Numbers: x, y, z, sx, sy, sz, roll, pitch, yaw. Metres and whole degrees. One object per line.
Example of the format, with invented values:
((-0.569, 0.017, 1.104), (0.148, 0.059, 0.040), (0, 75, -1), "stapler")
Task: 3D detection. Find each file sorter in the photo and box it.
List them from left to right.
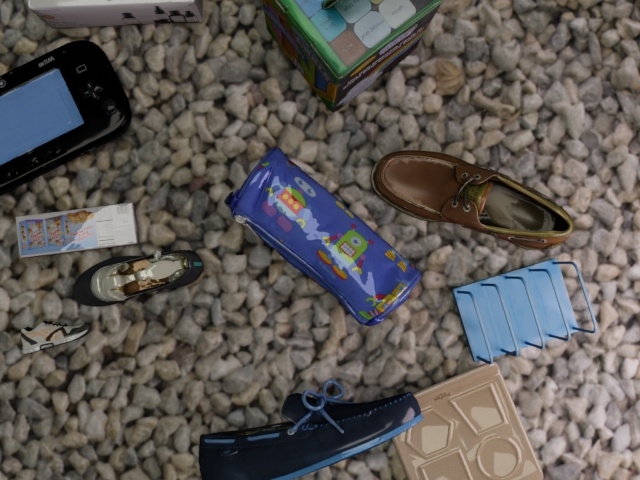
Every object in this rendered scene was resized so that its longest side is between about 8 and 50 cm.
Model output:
((0.303, 0.105, 1.087), (0.170, 0.104, 0.118), (-17, 87, -2), "file sorter")

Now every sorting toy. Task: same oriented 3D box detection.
((0.215, 0.310, 1.113), (0.193, 0.038, 0.208), (-22, 93, -2), "sorting toy")

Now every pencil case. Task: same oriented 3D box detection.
((0.000, 0.000, 1.074), (0.306, 0.119, 0.133), (40, 63, 1), "pencil case")

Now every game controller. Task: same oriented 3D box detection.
((-0.448, -0.175, 1.098), (0.319, 0.067, 0.166), (-27, 89, -3), "game controller")

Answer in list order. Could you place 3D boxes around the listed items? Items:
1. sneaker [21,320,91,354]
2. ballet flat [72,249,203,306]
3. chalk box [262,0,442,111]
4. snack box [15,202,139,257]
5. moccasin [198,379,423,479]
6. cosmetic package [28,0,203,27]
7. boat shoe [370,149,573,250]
((-0.401, 0.138, 1.099), (0.109, 0.040, 0.044), (-15, 86, -3), "sneaker")
((-0.278, 0.053, 1.091), (0.203, 0.074, 0.074), (-12, 88, -2), "ballet flat")
((0.037, -0.324, 1.006), (0.180, 0.289, 0.179), (-38, 89, -3), "chalk box")
((-0.371, -0.015, 1.115), (0.178, 0.022, 0.064), (-7, 89, -2), "snack box")
((-0.028, 0.273, 1.045), (0.342, 0.138, 0.117), (-21, 74, 5), "moccasin")
((-0.302, -0.363, 1.095), (0.239, 0.099, 0.060), (-3, 87, -1), "cosmetic package")
((0.228, -0.070, 1.092), (0.307, 0.104, 0.111), (15, 87, -1), "boat shoe")
